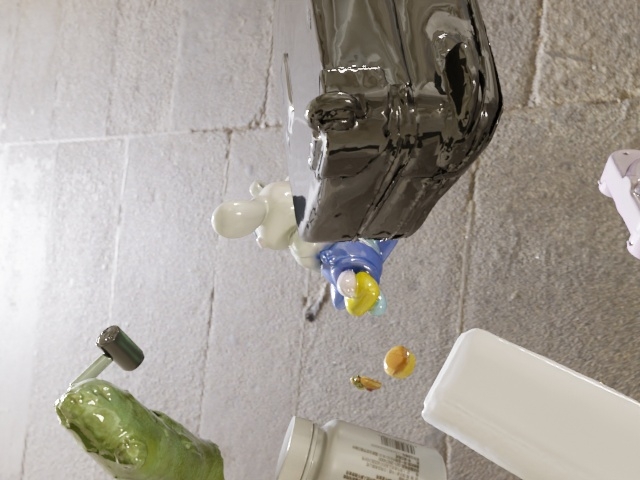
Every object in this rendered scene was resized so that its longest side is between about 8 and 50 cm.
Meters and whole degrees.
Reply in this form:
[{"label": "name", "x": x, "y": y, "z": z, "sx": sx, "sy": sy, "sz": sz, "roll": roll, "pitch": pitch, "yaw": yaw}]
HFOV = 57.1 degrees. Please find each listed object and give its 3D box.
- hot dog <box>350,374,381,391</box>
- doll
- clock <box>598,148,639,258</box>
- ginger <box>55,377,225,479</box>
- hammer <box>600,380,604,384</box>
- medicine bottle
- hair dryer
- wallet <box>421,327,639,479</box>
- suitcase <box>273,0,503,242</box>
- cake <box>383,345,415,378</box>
[{"label": "hot dog", "x": 0.081, "y": 0.254, "z": 1.037, "sx": 0.037, "sy": 0.083, "sz": 0.021, "roll": -10, "pitch": 66, "yaw": 31}, {"label": "doll", "x": -0.004, "y": 0.006, "z": 1.170, "sx": 0.365, "sy": 0.376, "sz": 0.187, "roll": 37, "pitch": 131, "yaw": 7}, {"label": "clock", "x": 0.771, "y": -0.077, "z": 1.200, "sx": 0.322, "sy": 0.296, "sz": 0.113, "roll": 2, "pitch": 130, "yaw": 4}, {"label": "ginger", "x": -0.205, "y": 0.241, "z": 0.695, "sx": 0.089, "sy": 0.290, "sz": 0.137, "roll": -36, "pitch": 65, "yaw": -6}, {"label": "hammer", "x": 0.577, "y": 0.351, "z": 1.250, "sx": 0.029, "sy": 0.014, "sz": 0.123, "roll": 42, "pitch": 126, "yaw": 49}, {"label": "medicine bottle", "x": 0.034, "y": 0.207, "z": 0.524, "sx": 0.140, "sy": 0.079, "sz": 0.079, "roll": 18, "pitch": 100, "yaw": -3}, {"label": "hair dryer", "x": -0.470, "y": 0.276, "z": 1.225, "sx": 0.197, "sy": 0.100, "sz": 0.057, "roll": -43, "pitch": 36, "yaw": -20}, {"label": "wallet", "x": 0.177, "y": 0.141, "z": 0.452, "sx": 0.190, "sy": 0.033, "sz": 0.095, "roll": 22, "pitch": 75, "yaw": 35}, {"label": "suitcase", "x": 0.036, "y": -0.188, "z": 0.644, "sx": 0.339, "sy": 0.188, "sz": 0.345, "roll": 115, "pitch": 147, "yaw": -68}, {"label": "cake", "x": 0.202, "y": 0.313, "z": 1.507, "sx": 0.084, "sy": 0.044, "sz": 0.084, "roll": -33, "pitch": 35, "yaw": 27}]
